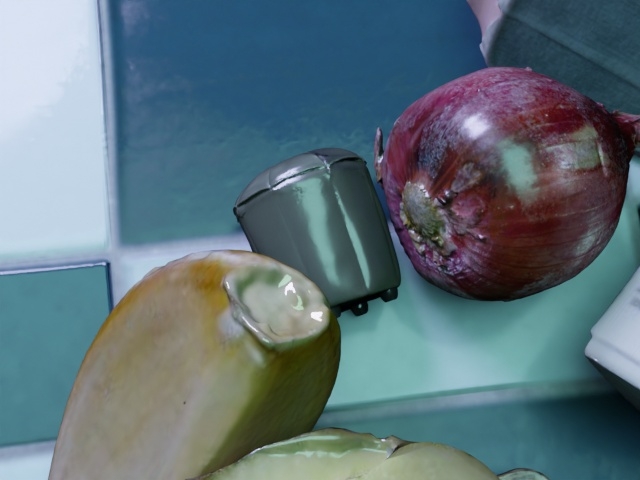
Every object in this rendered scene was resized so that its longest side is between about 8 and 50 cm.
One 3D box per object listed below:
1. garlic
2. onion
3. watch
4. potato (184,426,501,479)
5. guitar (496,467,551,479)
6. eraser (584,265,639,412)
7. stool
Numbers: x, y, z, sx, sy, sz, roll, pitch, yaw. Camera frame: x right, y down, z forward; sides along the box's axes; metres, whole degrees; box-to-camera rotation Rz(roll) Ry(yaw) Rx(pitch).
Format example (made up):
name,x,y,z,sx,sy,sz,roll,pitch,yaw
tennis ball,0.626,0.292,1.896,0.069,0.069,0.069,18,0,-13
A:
name,x,y,z,sx,sy,sz,roll,pitch,yaw
garlic,-0.086,0.113,0.654,0.145,0.164,0.245,34,94,-4
onion,0.140,-0.044,0.722,0.195,0.159,0.159,-19,76,-23
watch,0.227,-0.217,0.791,0.253,0.162,0.241,28,61,1
potato,-0.012,0.258,0.586,0.242,0.242,0.285,25,56,3
guitar,0.172,0.178,0.717,0.271,0.038,0.084,-5,75,-4
eraser,0.299,0.003,0.701,0.279,0.081,0.124,-52,129,-3
stool,0.000,0.000,0.727,0.096,0.096,0.110,-20,82,-10
